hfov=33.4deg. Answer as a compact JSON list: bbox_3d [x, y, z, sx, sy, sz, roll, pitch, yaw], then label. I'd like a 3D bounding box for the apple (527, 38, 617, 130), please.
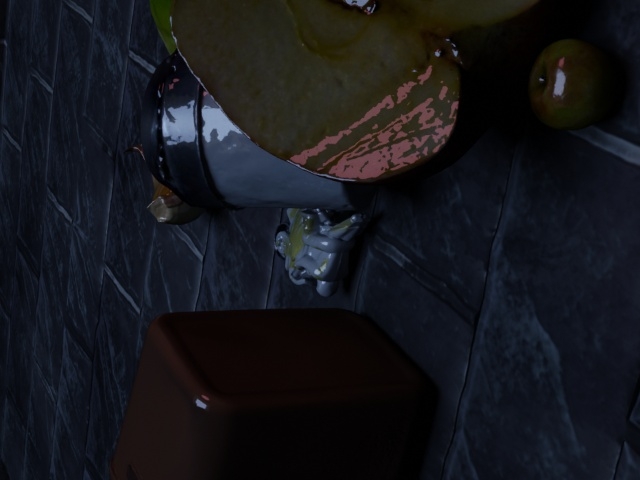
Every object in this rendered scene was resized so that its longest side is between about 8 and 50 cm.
[{"bbox_3d":[0.243,-0.151,1.037,0.089,0.074,0.089,2,93,62],"label":"apple"}]

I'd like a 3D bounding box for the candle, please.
[{"bbox_3d":[-0.032,-0.142,1.321,0.343,0.221,0.221,4,97,22],"label":"candle"}]

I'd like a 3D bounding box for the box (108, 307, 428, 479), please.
[{"bbox_3d":[-0.061,0.233,1.339,0.239,0.339,0.229,44,125,51],"label":"box"}]

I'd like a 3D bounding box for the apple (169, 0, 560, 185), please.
[{"bbox_3d":[0.041,-0.234,1.080,0.365,0.329,0.295,24,134,14],"label":"apple"}]

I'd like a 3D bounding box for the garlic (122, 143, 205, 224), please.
[{"bbox_3d":[-0.245,-0.105,1.866,0.115,0.128,0.206,54,-177,-41],"label":"garlic"}]

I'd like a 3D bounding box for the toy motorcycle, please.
[{"bbox_3d":[0.000,0.000,1.476,0.229,0.074,0.151,-43,58,51],"label":"toy motorcycle"}]

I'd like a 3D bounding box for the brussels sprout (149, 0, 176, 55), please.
[{"bbox_3d":[-0.122,-0.343,1.507,0.294,0.227,0.259,131,127,-65],"label":"brussels sprout"}]
